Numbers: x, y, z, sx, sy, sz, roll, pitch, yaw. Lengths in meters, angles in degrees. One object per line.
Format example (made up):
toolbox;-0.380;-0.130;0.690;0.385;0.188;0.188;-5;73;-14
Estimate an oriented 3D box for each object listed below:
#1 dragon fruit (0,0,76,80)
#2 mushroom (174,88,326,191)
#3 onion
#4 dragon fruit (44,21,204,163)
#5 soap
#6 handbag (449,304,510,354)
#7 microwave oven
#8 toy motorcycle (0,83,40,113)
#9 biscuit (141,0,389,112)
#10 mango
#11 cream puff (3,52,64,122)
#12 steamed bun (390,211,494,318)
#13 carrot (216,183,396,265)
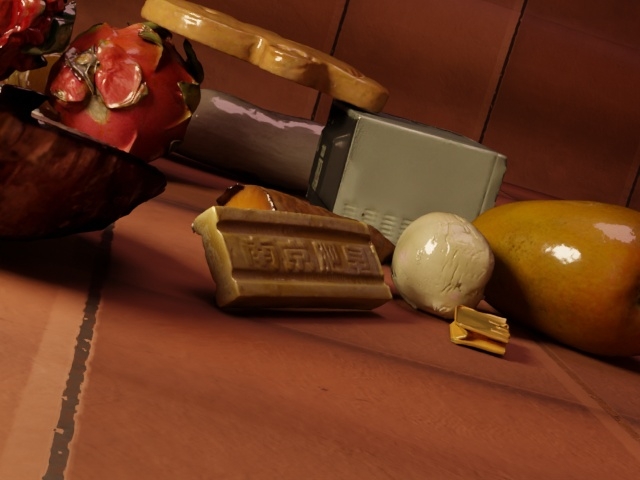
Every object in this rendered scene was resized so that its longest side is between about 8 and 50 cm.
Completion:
dragon fruit;-0.464;-0.322;1.627;0.293;0.234;0.234;29;11;9
mushroom;-0.141;-0.169;2.049;0.397;0.126;0.177;15;-1;-11
onion;-0.278;-0.058;1.113;0.280;0.146;0.314;27;-7;-32
dragon fruit;-0.272;-0.206;1.746;0.224;0.224;0.227;16;2;-5
soap;-0.020;0.020;1.232;0.037;0.092;0.252;-28;-19;33
handbag;0.167;0.096;1.321;0.061;0.027;0.083;17;11;1
microwave oven;0.106;-0.076;1.755;0.237;0.181;0.295;14;9;-9
toy motorcycle;-0.458;-0.174;1.464;0.327;0.143;0.188;32;19;-18
biscuit;-0.073;-0.263;1.733;0.354;0.052;0.275;23;8;-3
mango;0.293;0.034;1.492;0.211;0.173;0.317;9;5;-42
cream puff;-0.433;-0.239;1.956;0.133;0.119;0.104;25;-17;-25
steamed bun;0.130;0.023;1.412;0.090;0.113;0.130;15;16;-24
carrot;0.000;0.000;1.383;0.102;0.102;0.263;25;11;41
